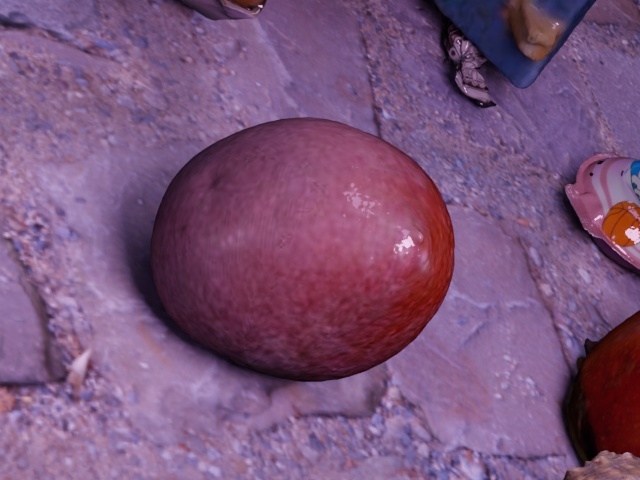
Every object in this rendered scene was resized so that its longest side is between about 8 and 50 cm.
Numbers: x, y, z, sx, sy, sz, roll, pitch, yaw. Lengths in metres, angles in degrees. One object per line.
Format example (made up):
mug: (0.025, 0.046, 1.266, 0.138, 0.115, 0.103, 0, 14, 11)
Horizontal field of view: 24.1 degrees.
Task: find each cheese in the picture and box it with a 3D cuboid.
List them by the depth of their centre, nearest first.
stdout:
cheese: (0.388, -0.023, 1.677, 0.286, 0.074, 0.189, 6, 51, -32)

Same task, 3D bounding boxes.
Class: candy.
candy: (0.178, -0.234, 1.724, 0.094, 0.051, 0.226, 34, 37, -16)

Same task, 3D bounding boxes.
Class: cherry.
cherry: (-0.004, -0.003, 1.171, 0.239, 0.239, 0.206, 23, 43, -25)

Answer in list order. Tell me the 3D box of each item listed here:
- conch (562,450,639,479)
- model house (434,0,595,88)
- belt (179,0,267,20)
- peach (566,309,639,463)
conch: (0.247, 0.267, 1.220, 0.155, 0.130, 0.207, 26, 44, -31)
model house: (0.181, -0.394, 1.586, 0.382, 0.335, 0.343, 12, 47, -22)
belt: (-0.104, -0.355, 1.448, 0.122, 0.217, 0.339, 27, 35, -30)
peach: (0.441, 0.175, 1.394, 0.416, 0.353, 0.339, -8, 39, 3)
